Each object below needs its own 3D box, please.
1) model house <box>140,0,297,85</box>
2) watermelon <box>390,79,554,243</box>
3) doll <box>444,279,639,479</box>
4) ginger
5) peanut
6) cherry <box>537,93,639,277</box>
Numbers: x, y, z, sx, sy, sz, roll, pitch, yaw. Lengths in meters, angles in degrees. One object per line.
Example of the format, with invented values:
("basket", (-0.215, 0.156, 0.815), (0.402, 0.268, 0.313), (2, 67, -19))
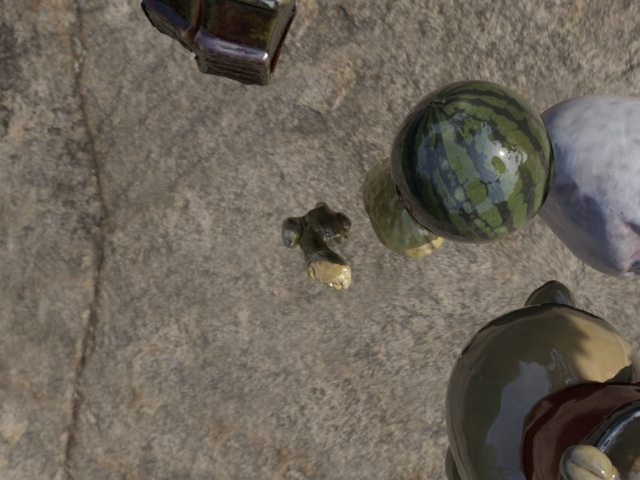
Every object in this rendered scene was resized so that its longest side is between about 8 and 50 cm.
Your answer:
("model house", (-0.096, -0.231, 0.703), (0.165, 0.152, 0.106), (13, 53, -10))
("watermelon", (0.195, -0.098, 0.894), (0.212, 0.212, 0.212), (-2, 85, 20))
("doll", (0.206, 0.167, 0.548), (0.174, 0.330, 0.235), (26, 94, -17))
("ginger", (0.011, 0.002, 1.253), (0.214, 0.132, 0.059), (48, 147, 40))
("peanut", (0.140, -0.063, 1.146), (0.146, 0.305, 0.147), (1, 102, 3))
("cherry", (0.497, -0.097, 1.160), (0.334, 0.326, 0.291), (32, 104, -17))
